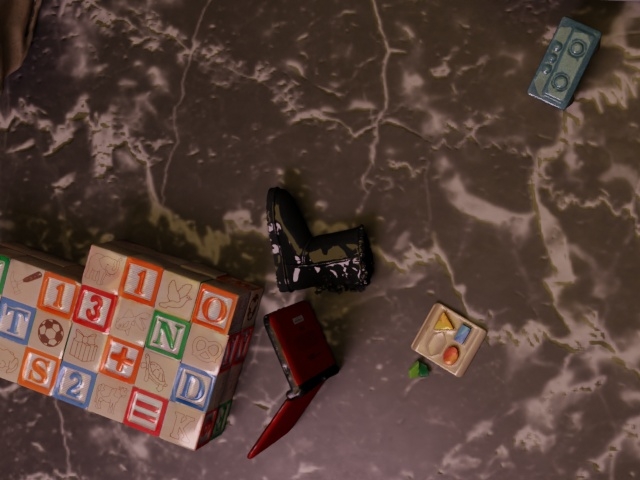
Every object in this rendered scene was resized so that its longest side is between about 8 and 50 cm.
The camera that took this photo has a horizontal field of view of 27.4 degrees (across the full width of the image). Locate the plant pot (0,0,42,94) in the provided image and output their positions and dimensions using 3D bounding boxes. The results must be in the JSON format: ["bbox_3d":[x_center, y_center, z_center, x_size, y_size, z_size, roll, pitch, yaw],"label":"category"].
[{"bbox_3d":[-0.459,-0.284,1.346,0.305,0.334,0.334,13,97,3],"label":"plant pot"}]

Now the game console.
[{"bbox_3d":[-0.042,0.136,1.325,0.085,0.144,0.124,-24,87,14],"label":"game console"}]

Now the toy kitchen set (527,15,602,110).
[{"bbox_3d":[0.177,-0.242,1.252,0.207,0.122,0.166,27,100,12],"label":"toy kitchen set"}]

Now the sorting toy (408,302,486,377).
[{"bbox_3d":[0.125,0.113,1.346,0.062,0.012,0.083,30,100,11],"label":"sorting toy"}]

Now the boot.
[{"bbox_3d":[0.000,0.000,1.356,0.099,0.045,0.121,-5,99,18],"label":"boot"}]

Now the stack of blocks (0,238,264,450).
[{"bbox_3d":[-0.229,0.088,1.402,0.297,0.087,0.171,18,98,14],"label":"stack of blocks"}]
